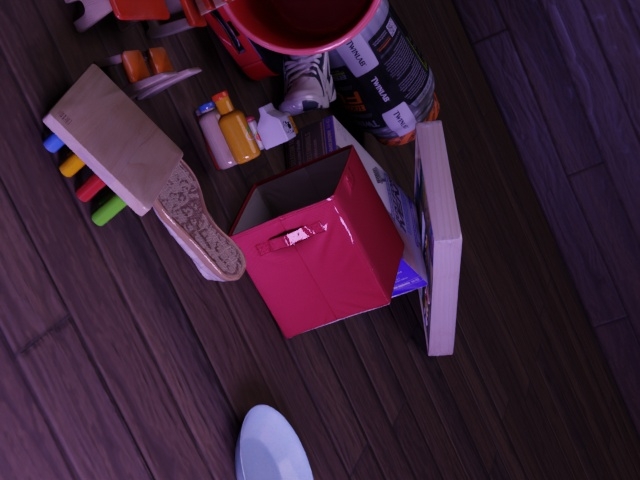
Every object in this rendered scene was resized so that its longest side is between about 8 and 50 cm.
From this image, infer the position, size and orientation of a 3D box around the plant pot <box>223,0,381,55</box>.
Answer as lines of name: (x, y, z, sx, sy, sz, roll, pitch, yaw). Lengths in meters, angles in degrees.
plant pot: (-0.018, -0.435, 2.002, 0.243, 0.274, 0.275, -44, 111, -79)

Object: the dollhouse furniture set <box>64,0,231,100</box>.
dollhouse furniture set: (-0.232, -0.341, 1.681, 0.262, 0.135, 0.259, 68, 21, -3)

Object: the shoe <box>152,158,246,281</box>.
shoe: (-0.183, -0.031, 1.636, 0.076, 0.058, 0.219, -46, 112, -33)

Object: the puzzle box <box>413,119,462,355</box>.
puzzle box: (0.216, 0.006, 2.323, 0.409, 0.052, 0.272, 85, -1, -55)

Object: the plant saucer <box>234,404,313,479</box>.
plant saucer: (-0.067, 0.313, 1.604, 0.195, 0.037, 0.195, 51, 27, -40)

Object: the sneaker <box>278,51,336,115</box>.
sneaker: (-0.034, -0.305, 2.158, 0.235, 0.094, 0.153, -43, 119, -68)

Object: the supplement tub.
supplement tub: (0.100, -0.345, 2.412, 0.316, 0.193, 0.194, 51, 27, -37)

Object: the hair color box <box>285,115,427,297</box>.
hair color box: (0.068, -0.051, 2.181, 0.339, 0.110, 0.185, 40, 36, -49)

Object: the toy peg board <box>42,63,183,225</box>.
toy peg board: (-0.268, -0.107, 1.488, 0.160, 0.079, 0.161, 45, 27, -15)

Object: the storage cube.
storage cube: (0.000, 0.000, 1.858, 0.193, 0.183, 0.215, 61, 22, -20)

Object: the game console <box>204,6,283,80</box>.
game console: (-0.171, -0.488, 2.079, 0.387, 0.060, 0.342, 54, 26, -35)

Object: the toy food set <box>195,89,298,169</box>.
toy food set: (-0.118, -0.177, 1.836, 0.105, 0.111, 0.232, 66, 24, -7)
